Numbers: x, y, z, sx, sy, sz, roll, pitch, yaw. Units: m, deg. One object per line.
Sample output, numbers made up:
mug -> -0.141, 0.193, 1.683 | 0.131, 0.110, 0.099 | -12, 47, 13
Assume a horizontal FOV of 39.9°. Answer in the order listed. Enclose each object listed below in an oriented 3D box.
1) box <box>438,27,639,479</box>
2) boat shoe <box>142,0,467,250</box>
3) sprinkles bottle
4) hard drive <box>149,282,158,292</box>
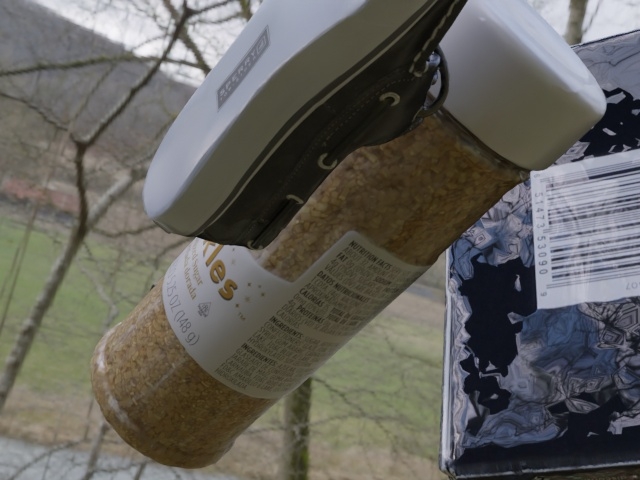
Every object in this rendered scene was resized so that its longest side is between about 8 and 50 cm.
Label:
box -> 0.346, 0.110, 0.962 | 0.297, 0.480, 0.472 | -11, -39, 23
boat shoe -> 0.011, -0.067, 0.368 | 0.076, 0.080, 0.228 | 24, -52, -30
sprinkles bottle -> 0.000, 0.000, 0.537 | 0.121, 0.355, 0.121 | 34, 29, -21
hard drive -> -0.116, 0.080, 0.878 | 0.135, 0.094, 0.022 | -3, 36, -41
